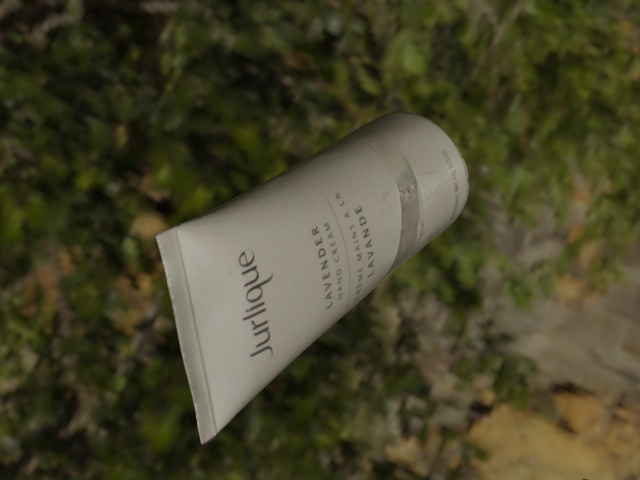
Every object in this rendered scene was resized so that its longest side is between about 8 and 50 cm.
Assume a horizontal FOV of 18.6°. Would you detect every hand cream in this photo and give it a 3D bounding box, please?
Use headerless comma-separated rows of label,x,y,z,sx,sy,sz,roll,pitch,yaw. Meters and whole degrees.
hand cream,0.000,0.000,0.778,0.054,0.186,0.087,6,118,34

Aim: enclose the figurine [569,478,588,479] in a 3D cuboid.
figurine,0.133,0.246,0.828,0.143,0.309,0.308,23,168,-41
